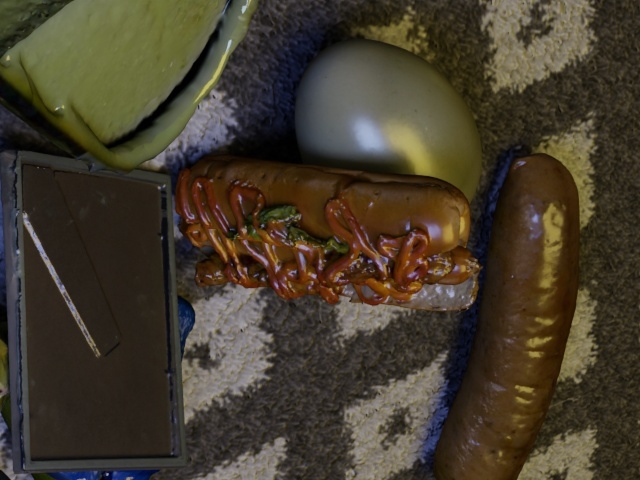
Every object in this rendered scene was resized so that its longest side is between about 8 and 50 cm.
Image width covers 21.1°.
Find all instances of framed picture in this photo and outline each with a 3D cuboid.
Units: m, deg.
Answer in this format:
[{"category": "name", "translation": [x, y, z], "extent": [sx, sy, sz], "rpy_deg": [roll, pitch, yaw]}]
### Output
[{"category": "framed picture", "translation": [-0.223, 0.074, 1.717], "extent": [0.232, 0.024, 0.315], "rpy_deg": [9, 75, -52]}]

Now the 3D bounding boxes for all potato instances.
[{"category": "potato", "translation": [-0.222, -0.227, 1.594], "extent": [0.330, 0.213, 0.280], "rpy_deg": [-47, 153, -18]}]

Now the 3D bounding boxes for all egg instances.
[{"category": "egg", "translation": [0.070, -0.110, 1.866], "extent": [0.188, 0.188, 0.253], "rpy_deg": [-45, 127, -7]}]

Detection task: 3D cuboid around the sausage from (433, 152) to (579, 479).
[{"category": "sausage", "translation": [0.249, 0.124, 2.191], "extent": [0.136, 0.123, 0.501], "rpy_deg": [8, 113, -9]}]

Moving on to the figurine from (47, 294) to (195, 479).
[{"category": "figurine", "translation": [-0.194, 0.167, 1.840], "extent": [0.164, 0.121, 0.262], "rpy_deg": [33, 67, -54]}]

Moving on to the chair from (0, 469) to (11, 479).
[{"category": "chair", "translation": [-0.361, 0.462, 1.773], "extent": [0.362, 0.364, 0.410], "rpy_deg": [-36, 136, -15]}]

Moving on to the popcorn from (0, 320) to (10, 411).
[{"category": "popcorn", "translation": [-0.380, 0.109, 1.659], "extent": [0.185, 0.167, 0.187], "rpy_deg": [31, 51, -33]}]

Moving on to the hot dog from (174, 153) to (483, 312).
[{"category": "hot dog", "translation": [0.000, 0.000, 1.786], "extent": [0.117, 0.349, 0.158], "rpy_deg": [-60, 148, -38]}]

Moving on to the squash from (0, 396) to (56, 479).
[{"category": "squash", "translation": [-0.302, 0.198, 1.849], "extent": [0.066, 0.066, 0.252], "rpy_deg": [-32, 131, -18]}]
